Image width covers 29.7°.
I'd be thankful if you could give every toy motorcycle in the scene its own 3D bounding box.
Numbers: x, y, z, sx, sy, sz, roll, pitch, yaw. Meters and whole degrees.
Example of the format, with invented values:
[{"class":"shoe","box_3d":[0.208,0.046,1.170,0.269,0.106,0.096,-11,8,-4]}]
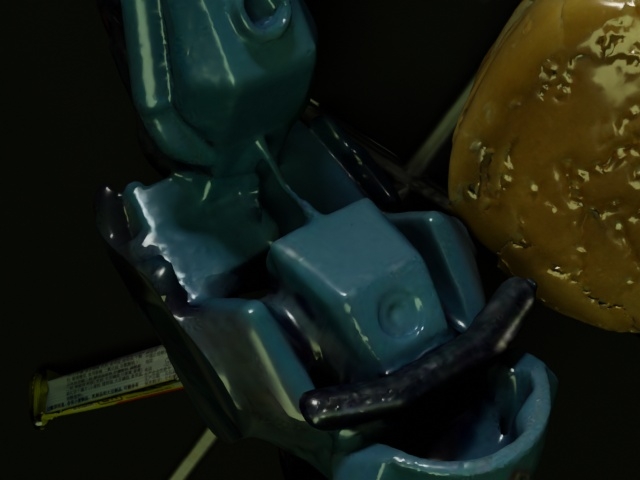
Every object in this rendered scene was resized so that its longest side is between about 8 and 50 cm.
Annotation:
[{"class":"toy motorcycle","box_3d":[0.000,0.000,0.632,0.232,0.172,0.416,-4,108,62]}]

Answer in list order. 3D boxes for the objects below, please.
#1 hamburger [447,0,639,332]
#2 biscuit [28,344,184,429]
[{"class":"hamburger","box_3d":[0.177,-0.049,0.637,0.213,0.108,0.214,10,124,15]},{"class":"biscuit","box_3d":[-0.087,0.081,0.831,0.292,0.048,0.026,-16,155,25]}]
